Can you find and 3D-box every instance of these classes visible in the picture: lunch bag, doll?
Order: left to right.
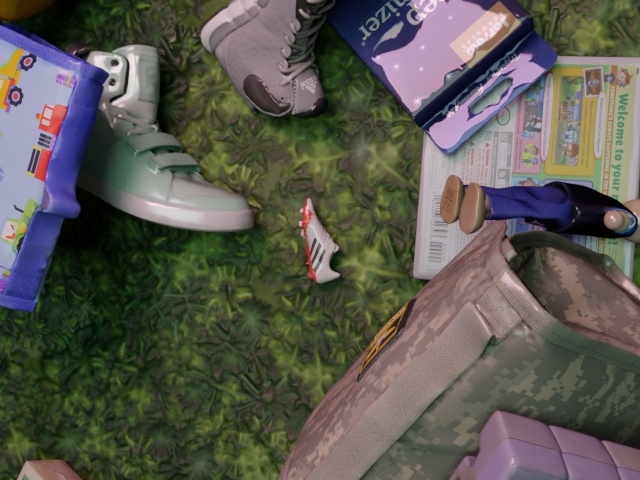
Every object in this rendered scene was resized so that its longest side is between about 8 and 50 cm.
[{"bbox_3d":[-0.307,-0.086,0.753,0.293,0.138,0.221,29,101,39],"label":"lunch bag"},{"bbox_3d":[0.118,0.114,0.600,0.235,0.287,0.169,-49,56,21],"label":"lunch bag"},{"bbox_3d":[0.196,-0.026,0.676,0.189,0.129,0.046,4,103,-16],"label":"doll"}]

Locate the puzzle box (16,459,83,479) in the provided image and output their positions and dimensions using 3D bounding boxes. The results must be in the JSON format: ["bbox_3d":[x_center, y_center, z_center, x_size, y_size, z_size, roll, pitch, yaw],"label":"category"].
[{"bbox_3d":[-0.277,0.459,0.792,0.272,0.052,0.409,31,97,35],"label":"puzzle box"}]

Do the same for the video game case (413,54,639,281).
[{"bbox_3d":[0.189,-0.062,0.752,0.193,0.023,0.213,4,89,14],"label":"video game case"}]

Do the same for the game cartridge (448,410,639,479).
[{"bbox_3d":[0.137,0.282,0.552,0.230,0.068,0.355,19,117,-10],"label":"game cartridge"}]

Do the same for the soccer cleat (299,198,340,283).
[{"bbox_3d":[0.000,0.000,0.796,0.035,0.029,0.083,-7,90,5],"label":"soccer cleat"}]

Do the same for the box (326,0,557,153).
[{"bbox_3d":[0.094,-0.204,0.755,0.136,0.036,0.225,-41,72,9],"label":"box"}]

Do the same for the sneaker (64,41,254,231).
[{"bbox_3d":[-0.164,-0.106,0.799,0.255,0.094,0.151,23,100,16],"label":"sneaker"}]

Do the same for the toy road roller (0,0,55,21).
[{"bbox_3d":[-0.268,-0.366,0.787,0.202,0.329,0.241,40,140,12],"label":"toy road roller"}]

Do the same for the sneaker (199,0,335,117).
[{"bbox_3d":[-0.010,-0.185,0.746,0.228,0.086,0.132,-23,95,51],"label":"sneaker"}]
